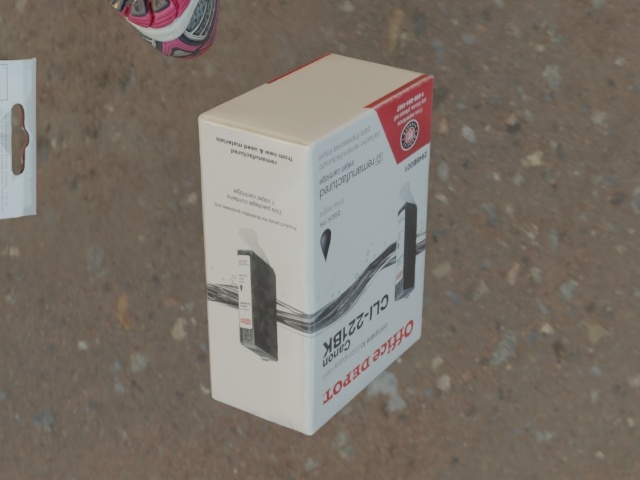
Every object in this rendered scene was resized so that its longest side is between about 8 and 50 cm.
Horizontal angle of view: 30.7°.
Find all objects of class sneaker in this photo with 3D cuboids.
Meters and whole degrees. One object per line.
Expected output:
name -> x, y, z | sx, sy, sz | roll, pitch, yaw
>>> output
sneaker -> -0.149, -0.302, 1.043 | 0.120, 0.299, 0.112 | -8, 158, 12

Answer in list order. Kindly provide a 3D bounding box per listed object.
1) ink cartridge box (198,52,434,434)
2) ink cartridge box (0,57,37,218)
ink cartridge box -> 0.000, 0.000, 1.015 | 0.197, 0.114, 0.273 | -35, 134, -48
ink cartridge box -> -0.153, -0.033, 0.399 | 0.115, 0.029, 0.063 | -11, 111, -46
